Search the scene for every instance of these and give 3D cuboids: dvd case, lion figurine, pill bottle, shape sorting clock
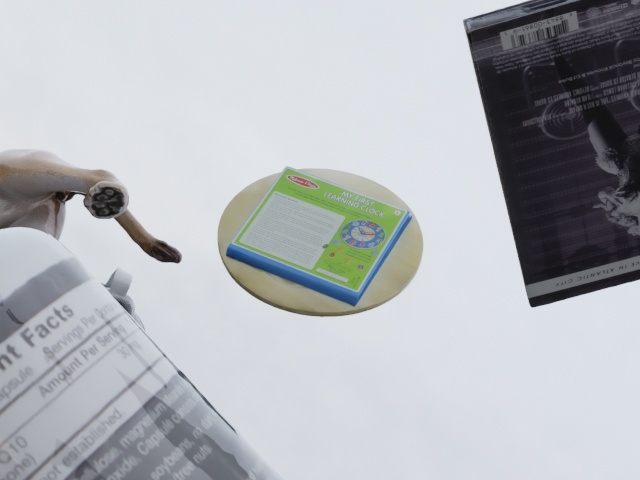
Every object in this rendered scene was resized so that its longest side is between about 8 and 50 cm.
[{"bbox_3d":[0.182,-0.059,0.788,0.018,0.164,0.221,-100,172,-48],"label":"dvd case"},{"bbox_3d":[-0.328,-0.023,1.134,0.240,0.392,0.142,-132,-133,-64],"label":"lion figurine"},{"bbox_3d":[-0.153,0.125,0.687,0.361,0.204,0.204,47,-24,1],"label":"pill bottle"},{"bbox_3d":[0.000,0.000,1.370,0.206,0.206,0.040,33,-35,25],"label":"shape sorting clock"}]

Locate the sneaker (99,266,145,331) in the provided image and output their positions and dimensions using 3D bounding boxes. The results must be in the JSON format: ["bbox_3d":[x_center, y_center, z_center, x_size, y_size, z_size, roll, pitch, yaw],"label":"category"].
[{"bbox_3d":[-0.288,0.188,1.370,0.137,0.366,0.210,30,-27,-25],"label":"sneaker"}]
